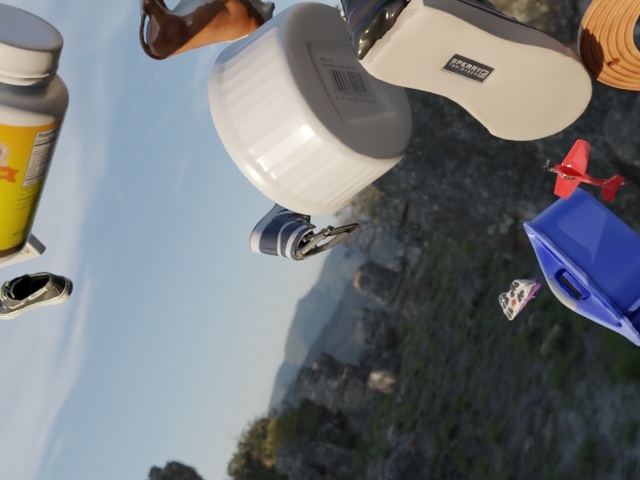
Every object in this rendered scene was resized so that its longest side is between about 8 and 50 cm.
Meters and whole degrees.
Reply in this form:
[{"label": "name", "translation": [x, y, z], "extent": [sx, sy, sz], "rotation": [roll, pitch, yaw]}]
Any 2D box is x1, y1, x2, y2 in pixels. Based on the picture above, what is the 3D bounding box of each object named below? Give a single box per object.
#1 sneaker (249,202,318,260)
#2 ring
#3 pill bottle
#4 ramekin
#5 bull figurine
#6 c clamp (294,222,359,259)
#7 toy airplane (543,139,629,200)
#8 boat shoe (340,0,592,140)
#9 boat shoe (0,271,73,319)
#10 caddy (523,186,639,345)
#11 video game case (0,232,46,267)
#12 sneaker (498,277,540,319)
[{"label": "sneaker", "translation": [-0.045, -0.055, 1.932], "extent": [0.282, 0.153, 0.099], "rotation": [-55, -33, -36]}, {"label": "ring", "translation": [0.439, -0.265, 0.808], "extent": [0.337, 0.336, 0.032], "rotation": [105, 157, -67]}, {"label": "pill bottle", "translation": [-0.290, -0.090, 0.663], "extent": [0.215, 0.117, 0.117], "rotation": [-62, 4, 28]}, {"label": "ramekin", "translation": [-0.001, -0.185, 1.043], "extent": [0.135, 0.277, 0.277], "rotation": [-29, 31, 41]}, {"label": "bull figurine", "translation": [-0.225, -0.472, 1.556], "extent": [0.101, 0.310, 0.189], "rotation": [30, 139, 54]}, {"label": "c clamp", "translation": [0.000, 0.000, 1.396], "extent": [0.022, 0.137, 0.160], "rotation": [65, 153, 11]}, {"label": "toy airplane", "translation": [0.468, -0.110, 1.356], "extent": [0.151, 0.151, 0.028], "rotation": [106, -174, -56]}, {"label": "boat shoe", "translation": [0.155, -0.225, 0.825], "extent": [0.127, 0.340, 0.158], "rotation": [-43, 51, 32]}, {"label": "boat shoe", "translation": [-0.610, 0.103, 1.559], "extent": [0.070, 0.219, 0.078], "rotation": [41, -141, -55]}, {"label": "caddy", "translation": [0.541, 0.058, 1.515], "extent": [0.179, 0.241, 0.341], "rotation": [-41, 43, 7]}, {"label": "video game case", "translation": [-0.583, -0.030, 1.276], "extent": [0.212, 0.193, 0.023], "rotation": [-13, 37, 39]}, {"label": "sneaker", "translation": [0.501, 0.145, 1.911], "extent": [0.170, 0.071, 0.068], "rotation": [111, 140, -62]}]
